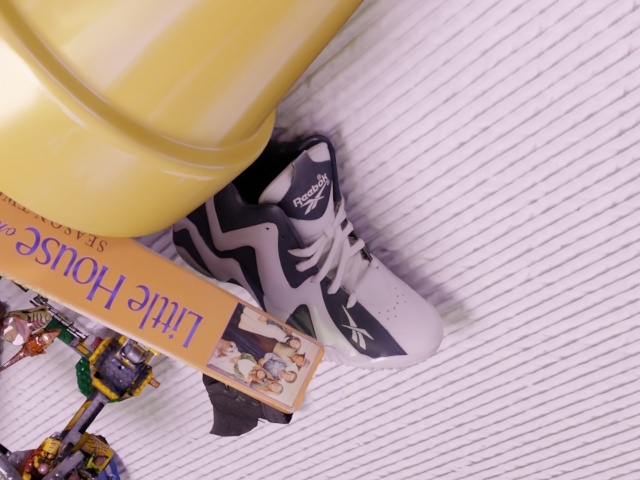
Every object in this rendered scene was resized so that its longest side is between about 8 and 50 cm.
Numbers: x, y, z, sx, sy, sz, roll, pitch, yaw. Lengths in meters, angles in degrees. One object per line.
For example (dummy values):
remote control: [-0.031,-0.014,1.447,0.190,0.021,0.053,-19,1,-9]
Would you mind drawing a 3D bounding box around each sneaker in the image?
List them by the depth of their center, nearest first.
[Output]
sneaker: [0.000,0.000,0.859,0.235,0.094,0.153,35,147,10]
sneaker: [-0.075,0.126,1.055,0.089,0.051,0.170,6,136,18]

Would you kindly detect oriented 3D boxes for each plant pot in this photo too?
plant pot: [-0.084,-0.165,0.657,0.239,0.254,0.254,-33,110,29]

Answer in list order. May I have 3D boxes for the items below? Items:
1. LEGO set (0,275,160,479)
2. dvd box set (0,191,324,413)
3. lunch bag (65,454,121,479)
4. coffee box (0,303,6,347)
LEGO set: [-0.290,0.098,1.003,0.331,0.255,0.192,48,152,-8]
dvd box set: [-0.234,-0.017,0.787,0.420,0.062,0.307,32,171,-36]
lunch bag: [-0.274,0.269,1.296,0.098,0.065,0.067,1,115,30]
coffee box: [-0.456,0.155,1.248,0.168,0.119,0.297,28,138,4]
